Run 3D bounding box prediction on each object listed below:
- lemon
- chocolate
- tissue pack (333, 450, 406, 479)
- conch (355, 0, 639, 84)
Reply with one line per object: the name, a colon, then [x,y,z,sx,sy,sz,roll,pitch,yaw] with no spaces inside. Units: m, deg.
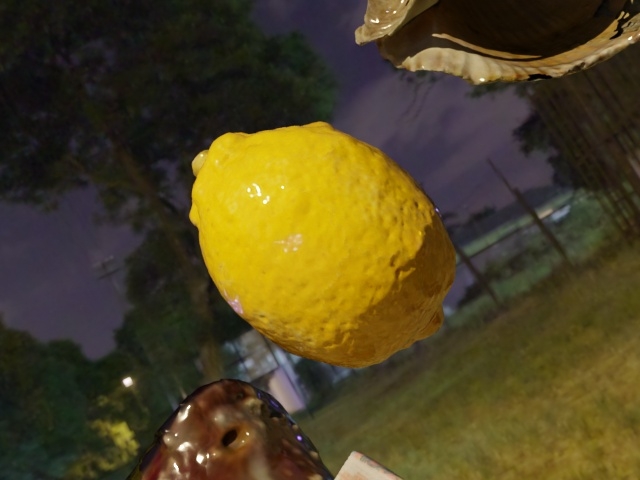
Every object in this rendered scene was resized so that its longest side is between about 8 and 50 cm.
lemon: [0.000,0.000,0.462,0.114,0.155,0.114,-51,4,5]
chocolate: [-0.053,0.324,0.909,0.225,0.210,0.340,-32,-43,-22]
tissue pack: [0.047,0.148,0.468,0.035,0.063,0.083,-56,16,-12]
conch: [0.111,-0.157,0.457,0.207,0.155,0.130,-42,-28,-12]
